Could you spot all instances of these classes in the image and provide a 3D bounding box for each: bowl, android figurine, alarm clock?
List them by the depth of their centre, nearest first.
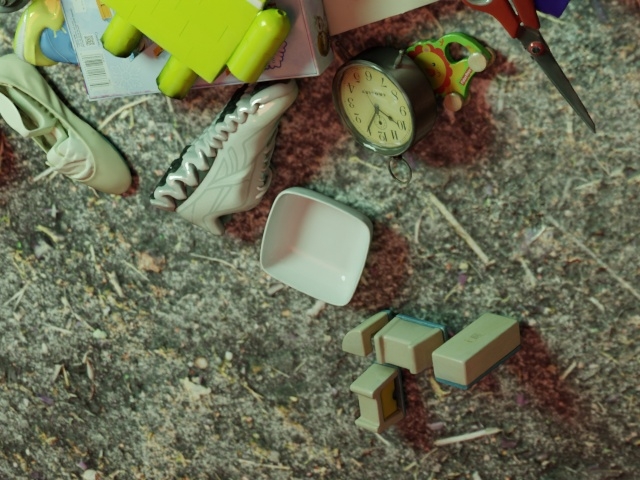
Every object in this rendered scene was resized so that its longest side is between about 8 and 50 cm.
[{"bbox_3d":[-0.145,-0.295,1.702,0.248,0.056,0.273,39,124,-2],"label":"android figurine"},{"bbox_3d":[0.084,-0.154,1.804,0.129,0.064,0.192,15,128,40],"label":"alarm clock"},{"bbox_3d":[0.000,0.000,1.941,0.142,0.053,0.142,24,124,11],"label":"bowl"}]

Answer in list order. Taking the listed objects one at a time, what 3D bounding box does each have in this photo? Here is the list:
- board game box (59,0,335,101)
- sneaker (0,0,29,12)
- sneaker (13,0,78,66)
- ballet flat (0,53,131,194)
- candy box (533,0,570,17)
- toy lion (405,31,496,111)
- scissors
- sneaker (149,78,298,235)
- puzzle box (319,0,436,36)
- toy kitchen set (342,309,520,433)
[{"bbox_3d":[-0.169,-0.337,1.760,0.318,0.066,0.318,-3,115,22],"label":"board game box"},{"bbox_3d":[-0.404,-0.344,1.863,0.104,0.262,0.125,-13,132,-15],"label":"sneaker"},{"bbox_3d":[-0.308,-0.330,1.900,0.126,0.091,0.240,14,117,-14],"label":"sneaker"},{"bbox_3d":[-0.364,-0.144,2.011,0.248,0.086,0.086,46,125,-4],"label":"ballet flat"},{"bbox_3d":[0.202,-0.431,1.545,0.268,0.122,0.317,22,124,-9],"label":"candy box"},{"bbox_3d":[0.148,-0.209,1.780,0.096,0.034,0.100,38,126,11],"label":"toy lion"},{"bbox_3d":[0.218,-0.224,1.619,0.109,0.021,0.297,-11,130,19],"label":"scissors"},{"bbox_3d":[-0.101,-0.112,1.905,0.118,0.110,0.292,39,133,-8],"label":"sneaker"},{"bbox_3d":[-0.067,-0.362,1.781,0.409,0.052,0.272,-13,109,29],"label":"puzzle box"},{"bbox_3d":[0.150,0.179,1.953,0.207,0.122,0.166,14,123,41],"label":"toy kitchen set"}]
